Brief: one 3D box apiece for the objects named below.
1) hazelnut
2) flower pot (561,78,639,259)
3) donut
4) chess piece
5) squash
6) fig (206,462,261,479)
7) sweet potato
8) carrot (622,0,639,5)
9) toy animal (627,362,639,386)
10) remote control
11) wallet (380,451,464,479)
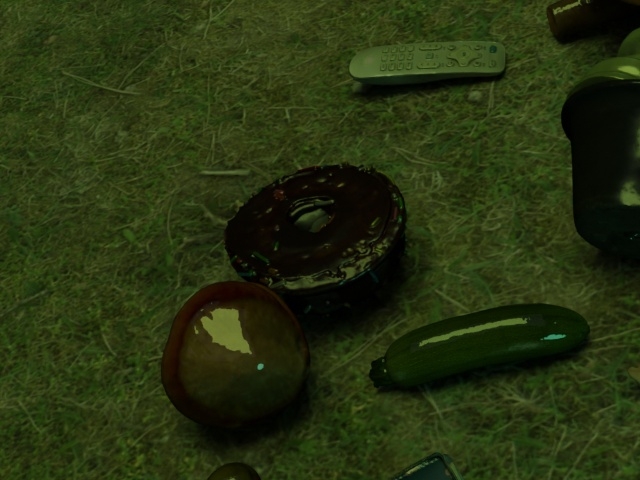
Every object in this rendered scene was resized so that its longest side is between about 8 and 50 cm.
[{"bbox_3d":[-0.093,0.136,1.658,0.182,0.182,0.182,-12,40,10],"label":"hazelnut"},{"bbox_3d":[0.381,-0.067,1.660,0.235,0.235,0.148,5,65,28],"label":"flower pot"},{"bbox_3d":[0.000,0.000,1.779,0.235,0.089,0.235,-11,43,10],"label":"donut"},{"bbox_3d":[0.432,-0.216,1.853,0.144,0.144,0.251,11,43,33],"label":"chess piece"},{"bbox_3d":[0.177,0.116,1.626,0.258,0.069,0.069,-13,40,8],"label":"squash"},{"bbox_3d":[-0.102,0.285,1.555,0.088,0.074,0.074,-35,40,4],"label":"fig"},{"bbox_3d":[0.465,-0.358,2.044,0.281,0.059,0.067,-19,23,-2],"label":"sweet potato"},{"bbox_3d":[0.494,-0.380,1.906,0.307,0.100,0.258,23,39,37],"label":"carrot"},{"bbox_3d":[0.391,0.125,1.515,0.114,0.082,0.091,19,53,39],"label":"toy animal"},{"bbox_3d":[0.154,-0.252,2.075,0.229,0.044,0.073,-1,43,10],"label":"remote control"},{"bbox_3d":[0.066,0.307,1.424,0.202,0.059,0.141,-27,46,0],"label":"wallet"}]
